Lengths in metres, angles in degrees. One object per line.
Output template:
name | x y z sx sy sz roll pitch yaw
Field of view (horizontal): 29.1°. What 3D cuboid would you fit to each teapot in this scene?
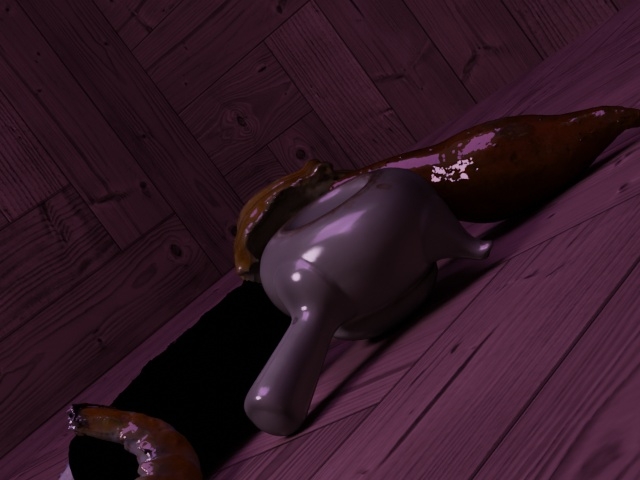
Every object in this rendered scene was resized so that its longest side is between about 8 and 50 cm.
teapot | 0.008 0.052 1.264 0.318 0.149 0.220 -38 11 -20

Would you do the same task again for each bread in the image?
bread | 0.005 -0.004 1.552 0.252 0.238 0.196 -161 89 -77

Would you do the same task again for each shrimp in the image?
shrimp | -0.194 0.215 1.129 0.161 0.166 0.049 -40 -27 -39

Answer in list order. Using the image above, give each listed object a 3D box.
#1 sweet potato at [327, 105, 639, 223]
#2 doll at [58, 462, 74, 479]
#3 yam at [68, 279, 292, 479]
sweet potato | 0.188 -0.075 1.370 0.359 0.112 0.112 -19 11 22
doll | -0.276 0.285 1.302 0.293 0.119 0.138 -33 -28 -30
yam | -0.130 0.167 1.296 0.279 0.131 0.131 -44 8 -40
